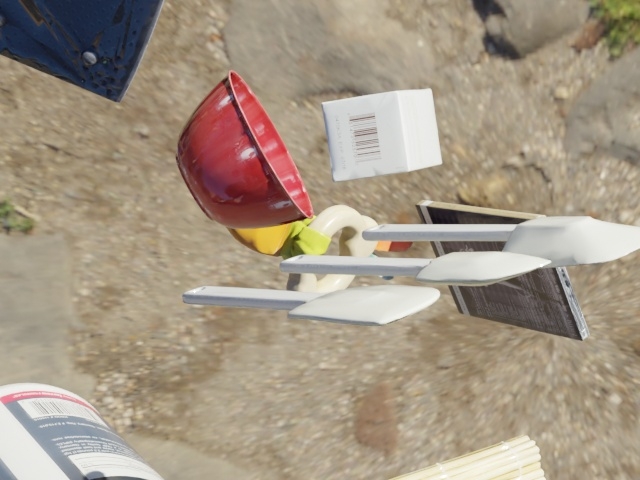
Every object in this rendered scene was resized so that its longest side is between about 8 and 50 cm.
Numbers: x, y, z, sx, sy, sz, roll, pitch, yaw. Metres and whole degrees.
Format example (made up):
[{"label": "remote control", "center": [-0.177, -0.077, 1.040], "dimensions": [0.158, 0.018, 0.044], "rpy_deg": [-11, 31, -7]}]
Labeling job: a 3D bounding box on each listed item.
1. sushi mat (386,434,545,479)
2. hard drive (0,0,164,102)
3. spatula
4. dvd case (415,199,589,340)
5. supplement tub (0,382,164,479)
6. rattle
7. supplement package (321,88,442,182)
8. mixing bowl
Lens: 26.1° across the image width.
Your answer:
[{"label": "sushi mat", "center": [0.053, 0.252, 0.999], "dimensions": [0.316, 0.019, 0.151], "rpy_deg": [-12, 85, -33]}, {"label": "hard drive", "center": [-0.194, -0.246, 1.104], "dimensions": [0.172, 0.054, 0.255], "rpy_deg": [22, 128, -3]}, {"label": "spatula", "center": [0.039, 0.015, 0.697], "dimensions": [0.168, 0.242, 0.019], "rpy_deg": [-20, 98, -27]}, {"label": "dvd case", "center": [0.215, 0.033, 1.655], "dimensions": [0.018, 0.221, 0.164], "rpy_deg": [-36, 115, -27]}, {"label": "supplement tub", "center": [-0.195, 0.243, 1.056], "dimensions": [0.272, 0.191, 0.191], "rpy_deg": [32, 93, 51]}, {"label": "rattle", "center": [0.000, 0.000, 1.690], "dimensions": [0.142, 0.199, 0.130], "rpy_deg": [8, 109, 36]}, {"label": "supplement package", "center": [0.082, -0.137, 1.793], "dimensions": [0.105, 0.179, 0.105], "rpy_deg": [-8, 93, 20]}, {"label": "mixing bowl", "center": [-0.093, -0.081, 1.487], "dimensions": [0.098, 0.181, 0.181], "rpy_deg": [-28, 82, 7]}]
